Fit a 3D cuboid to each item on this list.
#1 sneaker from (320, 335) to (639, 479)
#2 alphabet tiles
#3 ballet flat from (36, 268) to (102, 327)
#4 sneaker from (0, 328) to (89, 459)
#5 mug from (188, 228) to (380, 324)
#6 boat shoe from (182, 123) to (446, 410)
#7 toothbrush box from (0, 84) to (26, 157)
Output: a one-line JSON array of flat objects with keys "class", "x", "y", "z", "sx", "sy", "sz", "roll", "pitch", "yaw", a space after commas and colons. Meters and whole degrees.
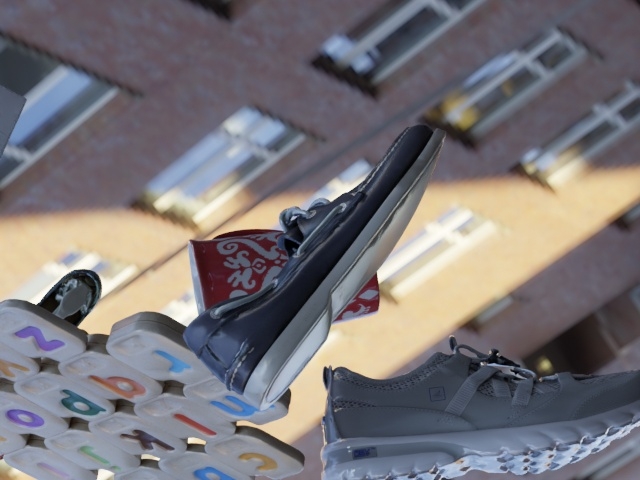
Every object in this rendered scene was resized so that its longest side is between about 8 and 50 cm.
[{"class": "sneaker", "x": 0.133, "y": 0.123, "z": 1.401, "sx": 0.105, "sy": 0.281, "sz": 0.115, "roll": 109, "pitch": 152, "yaw": -69}, {"class": "alphabet tiles", "x": -0.159, "y": 0.122, "z": 1.307, "sx": 0.278, "sy": 0.284, "sz": 0.021, "roll": 33, "pitch": -128, "yaw": -31}, {"class": "ballet flat", "x": -0.323, "y": 0.104, "z": 2.080, "sx": 0.070, "sy": 0.188, "sz": 0.070, "roll": 32, "pitch": 161, "yaw": 12}, {"class": "sneaker", "x": -0.278, "y": 0.143, "z": 1.645, "sx": 0.093, "sy": 0.225, "sz": 0.088, "roll": 65, "pitch": -155, "yaw": -7}, {"class": "mug", "x": -0.038, "y": 0.026, "z": 1.721, "sx": 0.113, "sy": 0.169, "sz": 0.150, "roll": 91, "pitch": 167, "yaw": -57}, {"class": "boat shoe", "x": 0.000, "y": 0.000, "z": 1.003, "sx": 0.065, "sy": 0.075, "sz": 0.206, "roll": 31, "pitch": -117, "yaw": 12}, {"class": "toothbrush box", "x": -0.544, "y": -0.095, "z": 2.308, "sx": 0.216, "sy": 0.126, "sz": 0.296, "roll": 26, "pitch": -111, "yaw": -17}]
